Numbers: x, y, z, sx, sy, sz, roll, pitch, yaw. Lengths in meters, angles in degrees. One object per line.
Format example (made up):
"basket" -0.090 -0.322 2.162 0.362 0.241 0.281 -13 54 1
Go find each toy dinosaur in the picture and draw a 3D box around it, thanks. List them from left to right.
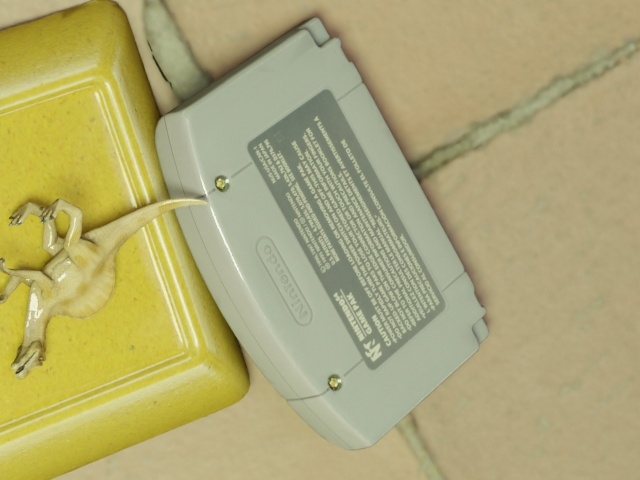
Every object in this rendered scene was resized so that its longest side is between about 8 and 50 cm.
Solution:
"toy dinosaur" -0.173 0.010 1.311 0.183 0.053 0.092 -48 121 -10

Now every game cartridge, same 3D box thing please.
"game cartridge" 0.000 0.000 1.423 0.198 0.062 0.297 -36 104 -32

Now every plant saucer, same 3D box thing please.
"plant saucer" -0.231 0.019 1.348 0.333 0.081 0.332 -21 97 -23
